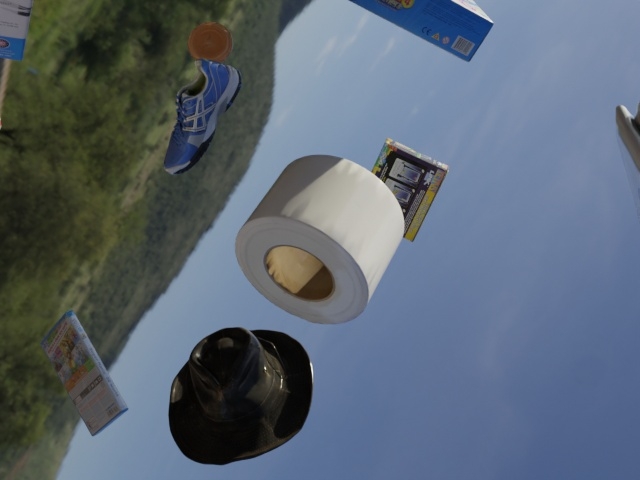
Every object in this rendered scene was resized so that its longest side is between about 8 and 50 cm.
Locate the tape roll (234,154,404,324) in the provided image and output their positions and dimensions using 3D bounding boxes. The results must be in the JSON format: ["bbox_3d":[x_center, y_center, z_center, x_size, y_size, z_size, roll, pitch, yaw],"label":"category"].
[{"bbox_3d":[0.000,0.000,1.421,0.246,0.246,0.169,-43,-169,50],"label":"tape roll"}]

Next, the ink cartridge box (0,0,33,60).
[{"bbox_3d":[-0.478,-0.362,1.169,0.203,0.148,0.086,124,-37,-45],"label":"ink cartridge box"}]

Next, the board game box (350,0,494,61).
[{"bbox_3d":[0.136,-0.490,1.576,0.086,0.308,0.302,-57,-151,26],"label":"board game box"}]

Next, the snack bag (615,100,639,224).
[{"bbox_3d":[0.305,0.105,0.630,0.037,0.342,0.323,-18,-149,15],"label":"snack bag"}]

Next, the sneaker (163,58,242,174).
[{"bbox_3d":[-0.218,-0.212,1.424,0.080,0.081,0.211,33,-82,46],"label":"sneaker"}]

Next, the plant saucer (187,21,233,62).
[{"bbox_3d":[-0.204,-0.364,1.551,0.083,0.083,0.013,-61,175,-9],"label":"plant saucer"}]

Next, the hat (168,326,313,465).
[{"bbox_3d":[-0.169,0.261,1.627,0.331,0.331,0.134,-72,154,-44],"label":"hat"}]

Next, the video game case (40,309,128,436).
[{"bbox_3d":[-0.351,0.198,1.239,0.015,0.166,0.119,-25,169,-44],"label":"video game case"}]

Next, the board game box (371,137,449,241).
[{"bbox_3d":[0.164,-0.103,1.721,0.048,0.141,0.170,-63,178,-68],"label":"board game box"}]
